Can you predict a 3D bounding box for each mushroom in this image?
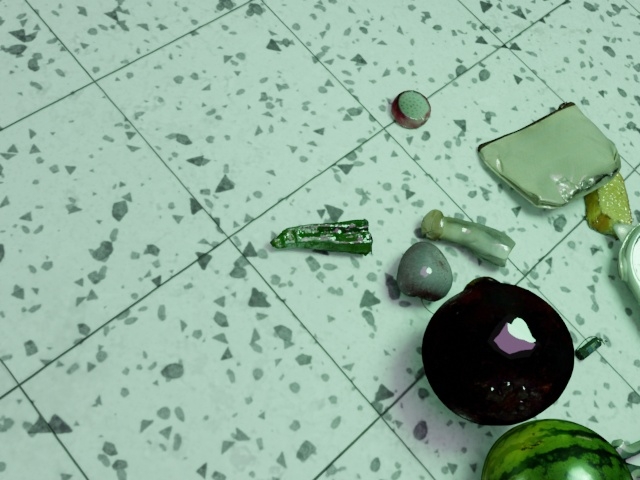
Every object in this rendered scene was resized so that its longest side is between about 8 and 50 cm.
[{"bbox_3d":[0.343,-0.009,1.434,0.223,0.081,0.092,24,44,2],"label":"mushroom"}]

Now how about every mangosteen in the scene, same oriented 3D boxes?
[{"bbox_3d":[0.348,0.206,1.229,0.296,0.297,0.314,8,58,-9],"label":"mangosteen"}]

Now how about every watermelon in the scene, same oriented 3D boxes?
[{"bbox_3d":[0.430,0.473,1.126,0.285,0.285,0.285,5,66,-10],"label":"watermelon"}]

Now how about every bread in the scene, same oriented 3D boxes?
[{"bbox_3d":[0.731,-0.098,1.568,0.103,0.065,0.188,11,66,-13],"label":"bread"}]

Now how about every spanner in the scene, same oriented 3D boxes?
[{"bbox_3d":[0.678,0.474,1.317,0.324,0.040,0.096,1,66,-13],"label":"spanner"}]

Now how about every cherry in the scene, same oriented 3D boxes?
[{"bbox_3d":[0.256,0.079,1.369,0.188,0.115,0.148,14,37,-21],"label":"cherry"}]

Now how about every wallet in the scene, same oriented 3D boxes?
[{"bbox_3d":[0.591,-0.216,1.558,0.335,0.068,0.275,-26,56,-13],"label":"wallet"}]

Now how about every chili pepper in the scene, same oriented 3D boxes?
[{"bbox_3d":[0.000,0.000,1.367,0.226,0.059,0.088,-4,73,-12],"label":"chili pepper"}]

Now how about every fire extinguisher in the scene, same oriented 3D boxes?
[{"bbox_3d":[0.620,0.242,1.414,0.083,0.025,0.038,-28,52,-21],"label":"fire extinguisher"}]

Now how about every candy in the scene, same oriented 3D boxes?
[{"bbox_3d":[0.232,-0.335,1.569,0.103,0.043,0.103,5,66,-10],"label":"candy"}]

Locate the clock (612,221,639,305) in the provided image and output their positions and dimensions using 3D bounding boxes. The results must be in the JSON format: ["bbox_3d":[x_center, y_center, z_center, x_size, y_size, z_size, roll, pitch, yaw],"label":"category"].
[{"bbox_3d":[0.847,0.061,1.446,0.265,0.108,0.324,-31,66,9],"label":"clock"}]
